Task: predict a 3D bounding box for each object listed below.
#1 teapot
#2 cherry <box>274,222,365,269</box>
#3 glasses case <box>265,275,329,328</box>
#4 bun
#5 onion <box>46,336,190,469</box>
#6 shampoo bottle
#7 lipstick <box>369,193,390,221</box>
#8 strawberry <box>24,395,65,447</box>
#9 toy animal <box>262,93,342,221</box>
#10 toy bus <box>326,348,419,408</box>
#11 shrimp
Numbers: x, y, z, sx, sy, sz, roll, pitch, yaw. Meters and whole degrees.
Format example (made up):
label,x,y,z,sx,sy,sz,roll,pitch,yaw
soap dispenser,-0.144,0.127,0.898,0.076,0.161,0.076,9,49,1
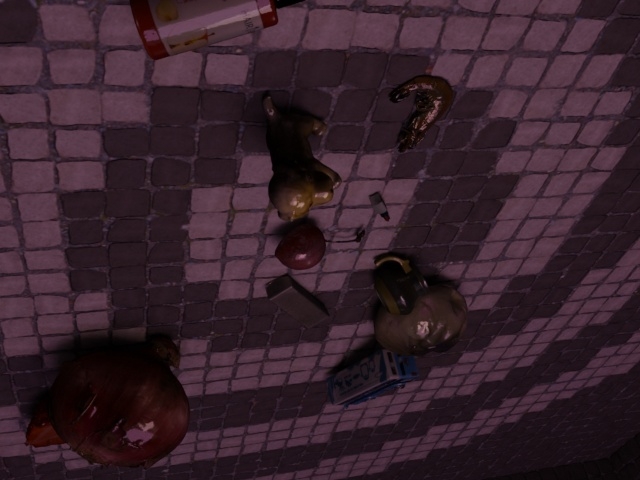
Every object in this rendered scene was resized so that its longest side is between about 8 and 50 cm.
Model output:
label,x,y,z,sx,sy,sz,roll,pitch,yaw
teapot,0.195,0.103,1.820,0.119,0.130,0.166,-31,112,-5
cherry,0.000,0.000,1.633,0.225,0.090,0.107,-22,133,-23
glasses case,-0.057,0.155,1.837,0.070,0.047,0.205,-31,142,12
bun,0.272,0.228,1.965,0.272,0.168,0.273,-9,153,-5
onion,-0.491,0.410,1.787,0.353,0.354,0.354,-11,144,-8
shampoo bottle,-0.132,-0.354,1.079,0.278,0.104,0.104,-17,144,0
lipstick,0.137,-0.068,1.635,0.025,0.025,0.107,-22,150,10
strawberry,-0.705,0.489,1.990,0.174,0.098,0.228,14,138,-33
toy animal,-0.038,-0.134,1.316,0.121,0.233,0.168,-25,152,21
toy bus,0.150,0.405,2.154,0.131,0.106,0.297,5,151,-38
shrimp,0.174,-0.243,1.409,0.124,0.034,0.178,15,133,-32
